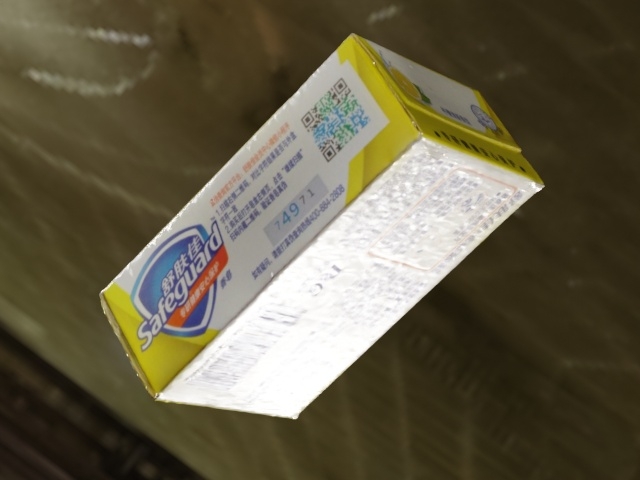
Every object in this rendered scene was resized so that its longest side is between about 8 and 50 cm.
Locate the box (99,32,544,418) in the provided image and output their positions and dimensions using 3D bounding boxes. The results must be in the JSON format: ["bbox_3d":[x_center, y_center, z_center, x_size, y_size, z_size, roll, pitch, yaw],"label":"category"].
[{"bbox_3d":[0.000,0.000,1.233,0.168,0.265,0.097,13,-142,-53],"label":"box"}]
